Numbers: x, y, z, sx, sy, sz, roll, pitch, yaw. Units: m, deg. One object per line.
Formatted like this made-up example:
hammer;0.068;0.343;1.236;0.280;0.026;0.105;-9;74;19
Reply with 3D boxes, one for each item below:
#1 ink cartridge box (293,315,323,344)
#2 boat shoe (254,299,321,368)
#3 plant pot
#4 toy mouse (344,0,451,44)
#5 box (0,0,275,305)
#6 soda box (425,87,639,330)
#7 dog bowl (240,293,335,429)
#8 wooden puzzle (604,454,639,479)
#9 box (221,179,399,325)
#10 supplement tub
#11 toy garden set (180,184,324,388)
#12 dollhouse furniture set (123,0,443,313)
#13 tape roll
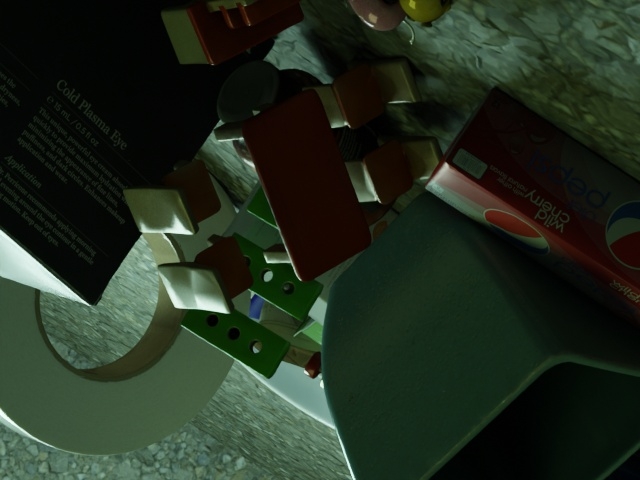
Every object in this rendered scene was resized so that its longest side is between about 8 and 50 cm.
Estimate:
ink cartridge box;0.039;0.074;2.129;0.062;0.109;0.209;35;164;-3
boat shoe;0.067;0.133;2.284;0.302;0.098;0.109;19;160;-11
plant pot;0.146;0.098;1.664;0.248;0.247;0.252;14;-141;-47
toy mouse;0.036;-0.206;1.446;0.143;0.031;0.161;29;164;17
box;-0.271;-0.171;1.643;0.179;0.312;0.343;14;154;52
soda box;0.224;-0.015;1.545;0.263;0.083;0.092;34;164;1
dog bowl;0.007;0.163;2.466;0.265;0.104;0.265;31;164;10
wooden puzzle;0.294;0.281;2.091;0.348;0.080;0.322;28;-170;-3
box;0.000;0.000;1.947;0.170;0.130;0.091;39;163;-16
supplement tub;-0.012;-0.092;1.701;0.106;0.106;0.198;19;168;42
toy garden set;0.008;0.033;1.837;0.204;0.244;0.049;30;178;14
dollhouse furniture set;-0.030;-0.095;1.531;0.135;0.262;0.259;5;121;56
tape roll;-0.261;0.060;2.173;0.392;0.392;0.072;43;161;-29
